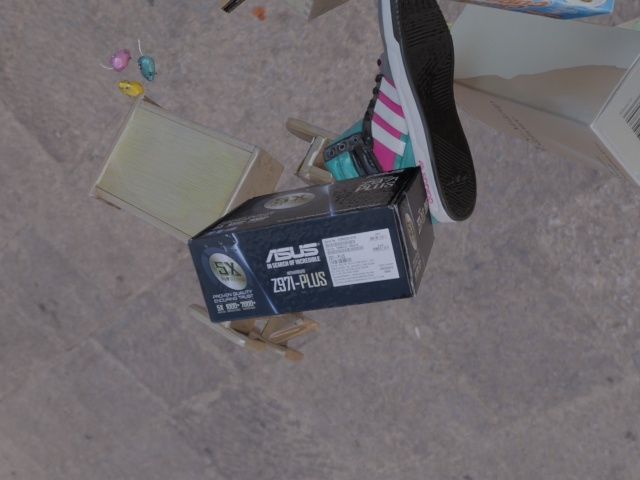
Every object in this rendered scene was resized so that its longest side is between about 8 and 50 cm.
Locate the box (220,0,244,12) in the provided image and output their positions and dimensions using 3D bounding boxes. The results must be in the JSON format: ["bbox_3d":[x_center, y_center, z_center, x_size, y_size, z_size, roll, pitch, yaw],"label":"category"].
[{"bbox_3d":[-0.115,-0.515,1.179,0.164,0.201,0.021,-28,140,30],"label":"box"}]

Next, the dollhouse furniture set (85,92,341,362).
[{"bbox_3d":[-0.127,-0.042,1.083,0.256,0.394,0.362,26,87,30],"label":"dollhouse furniture set"}]

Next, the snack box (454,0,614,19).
[{"bbox_3d":[0.082,-0.273,0.471,0.322,0.060,0.187,-1,101,-24],"label":"snack box"}]

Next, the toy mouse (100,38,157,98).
[{"bbox_3d":[-0.441,-0.415,1.590,0.031,0.143,0.161,6,168,44],"label":"toy mouse"}]

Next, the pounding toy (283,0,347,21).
[{"bbox_3d":[-0.010,-0.352,0.835,0.130,0.141,0.100,44,147,12],"label":"pounding toy"}]

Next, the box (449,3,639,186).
[{"bbox_3d":[0.290,-0.197,0.851,0.148,0.311,0.121,32,95,-35],"label":"box"}]

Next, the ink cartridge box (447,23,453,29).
[{"bbox_3d":[0.289,-0.373,1.352,0.255,0.097,0.189,-2,137,-21],"label":"ink cartridge box"}]

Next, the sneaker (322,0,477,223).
[{"bbox_3d":[0.078,-0.158,0.823,0.178,0.124,0.295,-9,92,44],"label":"sneaker"}]

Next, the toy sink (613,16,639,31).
[{"bbox_3d":[0.625,-0.346,1.240,0.234,0.131,0.152,-22,100,-13],"label":"toy sink"}]

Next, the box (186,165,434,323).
[{"bbox_3d":[0.000,0.000,0.589,0.180,0.147,0.077,-9,105,19],"label":"box"}]
